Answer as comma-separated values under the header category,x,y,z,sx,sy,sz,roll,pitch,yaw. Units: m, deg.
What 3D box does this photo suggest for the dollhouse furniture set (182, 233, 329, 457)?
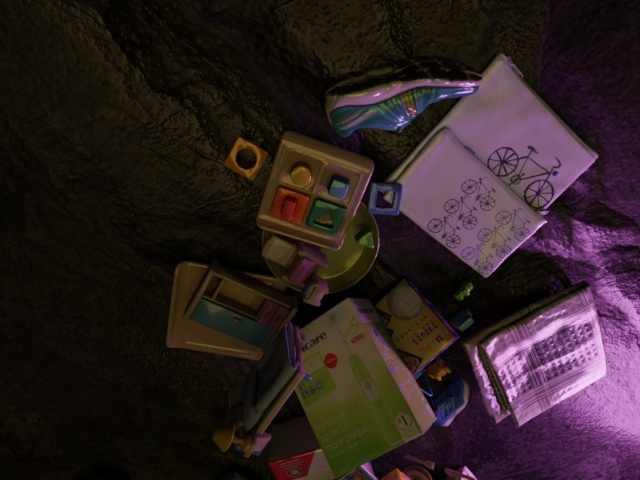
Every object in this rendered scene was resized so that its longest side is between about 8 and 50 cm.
category,x,y,z,sx,sy,sz,roll,pitch,yaw
dollhouse furniture set,-0.127,0.162,0.751,0.198,0.303,0.286,27,111,-19

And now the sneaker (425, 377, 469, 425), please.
category,x,y,z,sx,sy,sz,roll,pitch,yaw
sneaker,0.305,0.404,1.056,0.084,0.058,0.152,12,119,-17

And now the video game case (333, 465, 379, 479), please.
category,x,y,z,sx,sy,sz,roll,pitch,yaw
video game case,0.076,0.589,1.002,0.122,0.011,0.087,-41,101,11

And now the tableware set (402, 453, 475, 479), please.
category,x,y,z,sx,sy,sz,roll,pitch,yaw
tableware set,0.302,0.659,1.105,0.194,0.039,0.128,7,88,26

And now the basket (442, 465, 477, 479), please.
category,x,y,z,sx,sy,sz,roll,pitch,yaw
basket,0.364,0.725,1.149,0.167,0.103,0.113,-45,69,14

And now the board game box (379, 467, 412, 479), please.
category,x,y,z,sx,sy,sz,roll,pitch,yaw
board game box,0.129,0.676,1.042,0.259,0.039,0.124,-41,111,11

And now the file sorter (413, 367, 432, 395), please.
category,x,y,z,sx,sy,sz,roll,pitch,yaw
file sorter,0.162,0.362,1.006,0.118,0.104,0.170,37,107,-16

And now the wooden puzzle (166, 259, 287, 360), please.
category,x,y,z,sx,sy,sz,roll,pitch,yaw
wooden puzzle,-0.207,0.157,0.936,0.238,0.044,0.221,10,112,-12

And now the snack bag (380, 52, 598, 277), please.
category,x,y,z,sx,sy,sz,roll,pitch,yaw
snack bag,0.344,-0.129,0.842,0.323,0.037,0.342,36,107,-16

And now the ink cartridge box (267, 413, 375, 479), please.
category,x,y,z,sx,sy,sz,roll,pitch,yaw
ink cartridge box,0.018,0.595,1.083,0.226,0.131,0.306,-16,114,1

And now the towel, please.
category,x,y,z,sx,sy,sz,roll,pitch,yaw
towel,0.514,0.283,0.990,0.324,0.056,0.312,-27,117,2

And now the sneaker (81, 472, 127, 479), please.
category,x,y,z,sx,sy,sz,roll,pitch,yaw
sneaker,-0.635,0.718,1.120,0.135,0.098,0.276,35,105,-17

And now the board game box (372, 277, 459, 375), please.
category,x,y,z,sx,sy,sz,roll,pitch,yaw
board game box,0.155,0.225,0.926,0.243,0.042,0.165,-46,64,16

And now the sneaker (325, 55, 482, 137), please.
category,x,y,z,sx,sy,sz,roll,pitch,yaw
sneaker,0.146,-0.256,0.759,0.275,0.107,0.110,-10,133,6

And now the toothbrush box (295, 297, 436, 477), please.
category,x,y,z,sx,sy,sz,roll,pitch,yaw
toothbrush box,0.067,0.291,0.870,0.206,0.122,0.283,-36,66,18

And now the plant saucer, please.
category,x,y,z,sx,sy,sz,roll,pitch,yaw
plant saucer,0.000,0.000,0.878,0.240,0.037,0.241,-1,114,-3

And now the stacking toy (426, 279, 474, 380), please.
category,x,y,z,sx,sy,sz,roll,pitch,yaw
stacking toy,0.299,0.207,0.978,0.221,0.052,0.167,-40,111,9

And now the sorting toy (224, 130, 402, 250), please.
category,x,y,z,sx,sy,sz,roll,pitch,yaw
sorting toy,-0.014,-0.085,0.794,0.347,0.047,0.196,17,112,-9

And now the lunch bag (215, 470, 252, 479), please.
category,x,y,z,sx,sy,sz,roll,pitch,yaw
lunch bag,-0.243,0.711,1.145,0.151,0.096,0.129,-36,114,27
